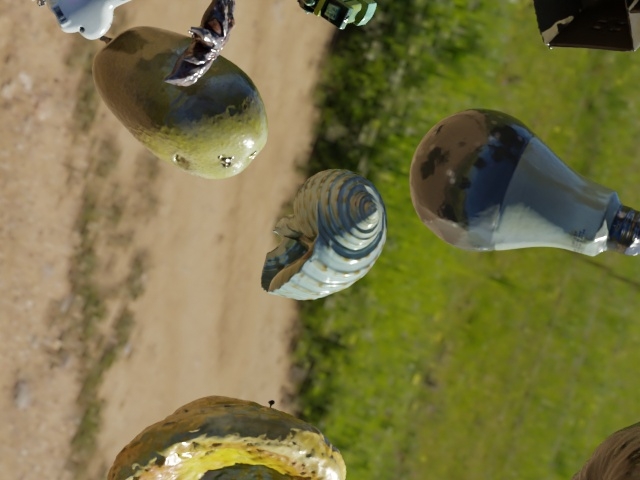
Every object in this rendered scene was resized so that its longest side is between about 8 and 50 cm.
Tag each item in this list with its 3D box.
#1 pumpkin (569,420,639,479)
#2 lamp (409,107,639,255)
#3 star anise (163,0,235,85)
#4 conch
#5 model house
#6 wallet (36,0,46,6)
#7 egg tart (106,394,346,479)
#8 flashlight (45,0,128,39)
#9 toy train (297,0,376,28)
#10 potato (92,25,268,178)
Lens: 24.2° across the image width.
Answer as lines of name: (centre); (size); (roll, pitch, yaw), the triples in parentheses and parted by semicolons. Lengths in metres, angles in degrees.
pumpkin: (0.443, 0.324, 1.782); (0.197, 0.263, 0.293); (-57, -156, 23)
lamp: (0.261, -0.043, 1.907); (0.182, 0.314, 0.182); (-59, 179, -1)
star anise: (-0.134, -0.239, 1.776); (0.141, 0.042, 0.141); (-60, -178, 3)
conch: (0.006, 0.002, 1.490); (0.135, 0.102, 0.153); (-63, -175, -36)
model house: (0.400, -0.371, 1.836); (0.243, 0.204, 0.211); (-43, 131, -35)
wallet: (-0.331, -0.398, 1.908); (0.170, 0.069, 0.231); (-63, 177, -15)
egg tart: (-0.118, 0.290, 1.884); (0.128, 0.319, 0.319); (-99, -173, -47)
flashlight: (-0.224, -0.310, 1.745); (0.093, 0.200, 0.047); (61, 6, -18)
toy train: (0.022, -0.327, 2.063); (0.050, 0.081, 0.122); (-59, 167, 25)
potato: (-0.184, -0.182, 1.909); (0.174, 0.251, 0.159); (-50, -179, 41)
